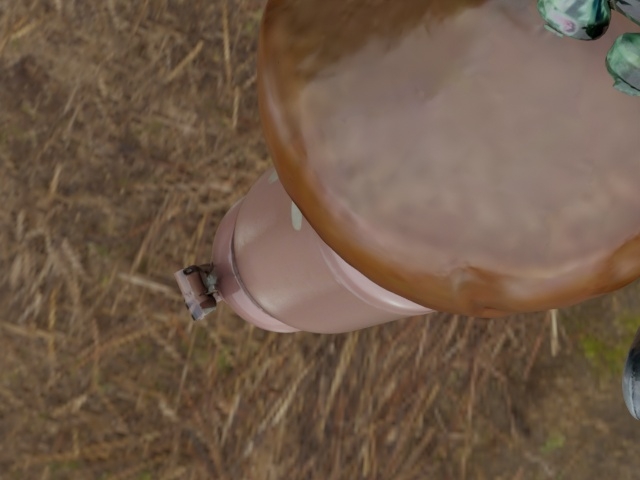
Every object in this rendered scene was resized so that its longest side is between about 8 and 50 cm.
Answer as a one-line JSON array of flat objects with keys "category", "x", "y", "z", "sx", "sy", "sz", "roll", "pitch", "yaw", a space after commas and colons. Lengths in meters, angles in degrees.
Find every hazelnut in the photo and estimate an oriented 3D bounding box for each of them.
[{"category": "hazelnut", "x": 0.133, "y": -0.107, "z": 0.984, "sx": 0.372, "sy": 0.372, "sz": 0.315, "roll": -47, "pitch": 64, "yaw": 29}]

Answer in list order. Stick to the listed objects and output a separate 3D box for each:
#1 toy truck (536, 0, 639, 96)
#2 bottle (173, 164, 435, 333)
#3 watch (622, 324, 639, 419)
[{"category": "toy truck", "x": 0.076, "y": -0.114, "z": 0.462, "sx": 0.175, "sy": 0.081, "sz": 0.067, "roll": 37, "pitch": 130, "yaw": 15}, {"category": "bottle", "x": 0.000, "y": 0.000, "z": 1.336, "sx": 0.297, "sy": 0.206, "sz": 0.173, "roll": -19, "pitch": 93, "yaw": 61}, {"category": "watch", "x": 0.322, "y": 0.078, "z": 1.081, "sx": 0.193, "sy": 0.206, "sz": 0.068, "roll": -2, "pitch": 110, "yaw": 25}]
